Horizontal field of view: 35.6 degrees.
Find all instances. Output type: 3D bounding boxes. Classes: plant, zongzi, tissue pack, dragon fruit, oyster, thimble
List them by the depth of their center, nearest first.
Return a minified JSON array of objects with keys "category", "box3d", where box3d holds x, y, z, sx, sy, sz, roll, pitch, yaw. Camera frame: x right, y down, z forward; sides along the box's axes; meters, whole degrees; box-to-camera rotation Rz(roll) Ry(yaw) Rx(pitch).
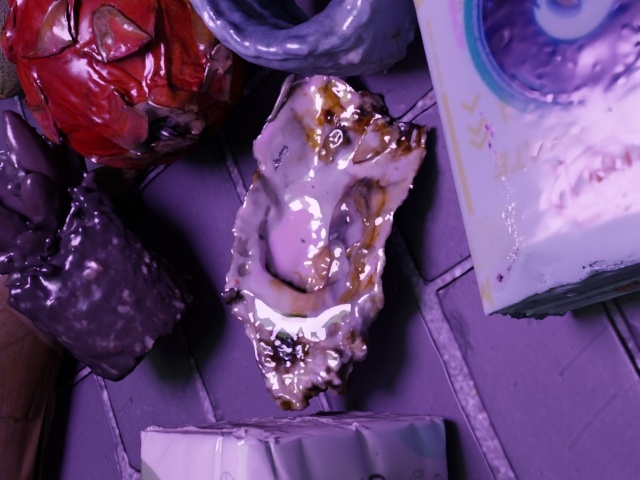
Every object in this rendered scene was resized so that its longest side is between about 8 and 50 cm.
[{"category":"tissue pack","box3d":[0.232,-0.157,0.804,0.287,0.162,0.388,-23,72,40]},{"category":"tissue pack","box3d":[-0.018,0.340,0.901,0.194,0.266,0.357,-7,82,45]},{"category":"thimble","box3d":[-0.013,-0.266,0.958,0.205,0.172,0.250,-42,79,24]},{"category":"oyster","box3d":[-0.001,0.001,1.033,0.201,0.107,0.355,12,78,26]},{"category":"dragon fruit","box3d":[-0.215,-0.225,1.116,0.277,0.277,0.343,-34,69,33]},{"category":"plant","box3d":[-0.288,0.000,1.149,0.321,0.181,0.194,45,83,-4]},{"category":"zongzi","box3d":[-0.374,0.194,1.276,0.467,0.218,0.500,-22,80,22]}]

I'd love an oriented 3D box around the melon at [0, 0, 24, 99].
[{"category":"melon","box3d":[-0.457,-0.296,1.403,0.139,0.139,0.192,-10,83,39]}]
